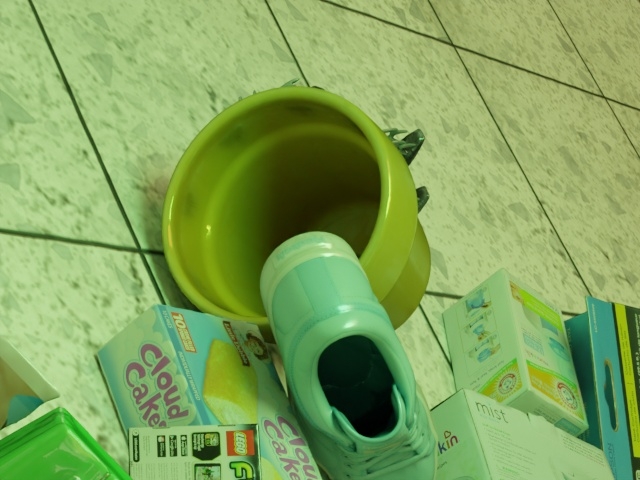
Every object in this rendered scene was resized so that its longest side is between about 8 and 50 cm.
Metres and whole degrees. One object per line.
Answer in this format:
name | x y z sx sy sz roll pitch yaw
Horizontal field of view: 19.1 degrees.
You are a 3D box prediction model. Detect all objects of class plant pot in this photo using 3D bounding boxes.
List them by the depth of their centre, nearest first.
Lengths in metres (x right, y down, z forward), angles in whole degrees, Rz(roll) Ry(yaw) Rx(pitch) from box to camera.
plant pot | 0.000 0.000 1.963 0.239 0.254 0.254 37 25 -59

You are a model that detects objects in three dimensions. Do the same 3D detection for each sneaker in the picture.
sneaker | 0.036 0.166 1.801 0.150 0.135 0.366 -111 175 -48

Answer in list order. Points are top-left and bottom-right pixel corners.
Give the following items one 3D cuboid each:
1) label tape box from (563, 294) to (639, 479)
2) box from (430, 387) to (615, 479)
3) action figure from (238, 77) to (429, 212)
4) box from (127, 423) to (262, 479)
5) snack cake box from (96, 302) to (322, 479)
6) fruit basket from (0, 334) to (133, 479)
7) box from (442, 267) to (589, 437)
label tape box | 0.379 0.210 2.343 0.333 0.106 0.241 14 66 -51
box | 0.222 0.310 2.028 0.262 0.127 0.231 26 36 -41
action figure | 0.009 -0.103 2.250 0.285 0.099 0.185 15 49 -46
box | -0.101 0.253 1.571 0.114 0.036 0.207 -1 59 -6
snack cake box | -0.087 0.197 1.725 0.152 0.089 0.264 13 45 -51
fruit basket | -0.217 0.288 1.151 0.327 0.353 0.165 49 -12 -7
box | 0.231 0.154 2.266 0.114 0.103 0.203 34 31 -31
